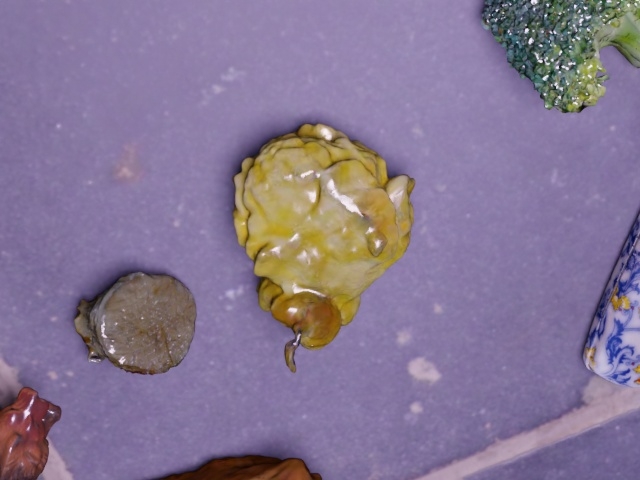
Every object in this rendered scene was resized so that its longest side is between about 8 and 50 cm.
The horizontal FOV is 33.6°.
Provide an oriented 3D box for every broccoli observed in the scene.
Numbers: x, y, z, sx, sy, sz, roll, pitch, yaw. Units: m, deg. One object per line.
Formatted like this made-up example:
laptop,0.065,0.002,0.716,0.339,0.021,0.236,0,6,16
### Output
broccoli,0.254,-0.211,0.953,0.194,0.194,0.219,20,82,-11

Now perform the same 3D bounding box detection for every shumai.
shumai,-0.190,0.083,1.047,0.124,0.087,0.099,11,78,-48

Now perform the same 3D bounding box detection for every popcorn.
popcorn,-0.009,-0.004,0.991,0.168,0.173,0.195,17,112,-24

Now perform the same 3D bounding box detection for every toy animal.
toy animal,-0.343,0.263,1.050,0.097,0.157,0.312,26,103,-13

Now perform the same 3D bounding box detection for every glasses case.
glasses case,0.348,0.035,1.080,0.087,0.065,0.248,18,105,-9

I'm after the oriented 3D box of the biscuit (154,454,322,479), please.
biscuit,-0.089,0.431,1.123,0.343,0.166,0.395,-22,108,4
